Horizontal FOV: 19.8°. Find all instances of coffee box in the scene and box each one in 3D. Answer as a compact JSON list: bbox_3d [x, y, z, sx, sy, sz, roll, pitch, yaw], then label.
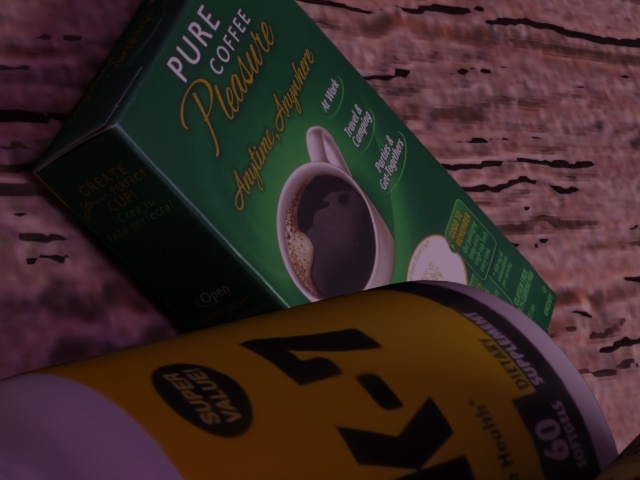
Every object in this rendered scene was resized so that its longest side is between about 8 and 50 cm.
[{"bbox_3d":[0.000,0.000,0.597,0.184,0.040,0.113,46,41,-22],"label":"coffee box"}]

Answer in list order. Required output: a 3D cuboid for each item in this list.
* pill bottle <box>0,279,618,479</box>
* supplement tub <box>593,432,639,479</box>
[{"bbox_3d":[-0.029,0.082,0.448,0.208,0.119,0.119,-13,79,-46],"label":"pill bottle"},{"bbox_3d":[0.081,0.179,0.353,0.316,0.228,0.228,-41,104,-18],"label":"supplement tub"}]
